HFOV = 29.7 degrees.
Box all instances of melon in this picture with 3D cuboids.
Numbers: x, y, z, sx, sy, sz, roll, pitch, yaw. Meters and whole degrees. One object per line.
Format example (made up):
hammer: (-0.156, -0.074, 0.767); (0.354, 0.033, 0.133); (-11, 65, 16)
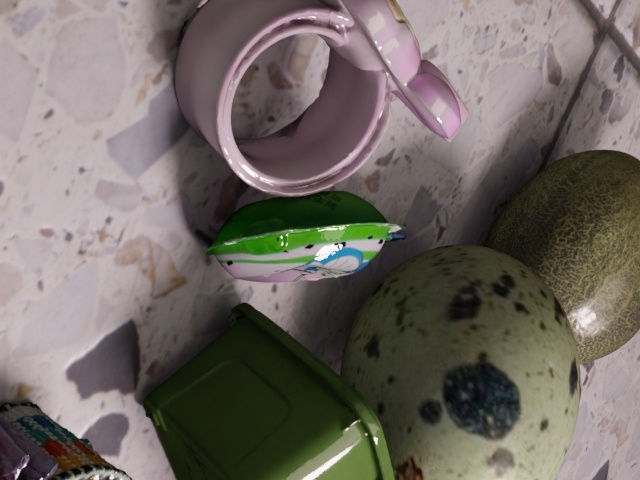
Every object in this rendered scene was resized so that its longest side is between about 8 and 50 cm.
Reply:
melon: (0.356, 0.017, 1.658); (0.329, 0.249, 0.248); (-54, 144, -31)

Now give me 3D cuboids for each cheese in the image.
cheese: (0.000, 0.000, 1.261); (0.320, 0.204, 0.083); (6, 76, -67)

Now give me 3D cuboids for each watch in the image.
watch: (-0.015, -0.150, 1.169); (0.217, 0.211, 0.248); (-42, 133, -2)

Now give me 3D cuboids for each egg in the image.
egg: (0.164, 0.176, 1.431); (0.379, 0.288, 0.287); (-83, 165, -48)

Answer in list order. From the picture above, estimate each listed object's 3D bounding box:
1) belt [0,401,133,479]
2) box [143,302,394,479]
belt: (-0.264, 0.297, 1.095); (0.207, 0.160, 0.295); (1, 109, -52)
box: (-0.043, 0.263, 1.294); (0.178, 0.253, 0.328); (-36, 134, -22)
